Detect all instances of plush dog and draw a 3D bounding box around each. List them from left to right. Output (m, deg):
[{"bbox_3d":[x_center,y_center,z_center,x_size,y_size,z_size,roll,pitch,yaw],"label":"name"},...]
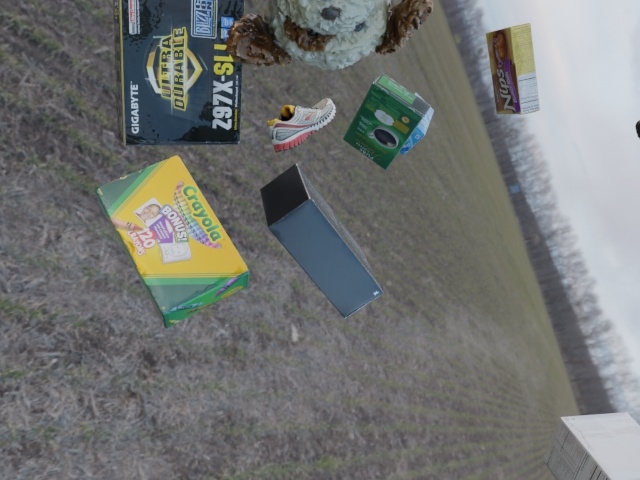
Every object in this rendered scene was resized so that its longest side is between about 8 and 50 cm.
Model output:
[{"bbox_3d":[-0.001,-0.291,0.633,0.211,0.262,0.225,-96,179,-53],"label":"plush dog"}]

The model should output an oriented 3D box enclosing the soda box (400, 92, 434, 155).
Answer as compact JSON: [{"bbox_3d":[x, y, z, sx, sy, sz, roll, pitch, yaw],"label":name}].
[{"bbox_3d":[0.207,-0.275,1.398,0.067,0.071,0.210,43,30,-8],"label":"soda box"}]

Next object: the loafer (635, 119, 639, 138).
[{"bbox_3d":[1.003,-0.338,1.685,0.076,0.223,0.078,-83,148,-66],"label":"loafer"}]

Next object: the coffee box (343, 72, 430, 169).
[{"bbox_3d":[0.122,-0.223,1.149,0.113,0.184,0.040,34,60,2],"label":"coffee box"}]

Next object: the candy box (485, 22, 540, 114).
[{"bbox_3d":[0.426,-0.375,1.331,0.109,0.053,0.187,-137,-145,-72],"label":"candy box"}]

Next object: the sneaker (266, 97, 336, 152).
[{"bbox_3d":[-0.045,-0.310,1.516,0.225,0.088,0.093,-42,115,-36],"label":"sneaker"}]

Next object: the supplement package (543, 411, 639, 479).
[{"bbox_3d":[0.667,0.524,1.381,0.203,0.194,0.149,-117,-149,-59],"label":"supplement package"}]

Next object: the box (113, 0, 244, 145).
[{"bbox_3d":[-0.296,-0.365,1.269,0.079,0.257,0.322,33,-57,55],"label":"box"}]

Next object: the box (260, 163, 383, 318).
[{"bbox_3d":[0.000,0.000,1.196,0.261,0.103,0.184,51,6,-28],"label":"box"}]

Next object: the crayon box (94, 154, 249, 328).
[{"bbox_3d":[-0.267,-0.003,1.081,0.278,0.165,0.081,55,-22,19],"label":"crayon box"}]
